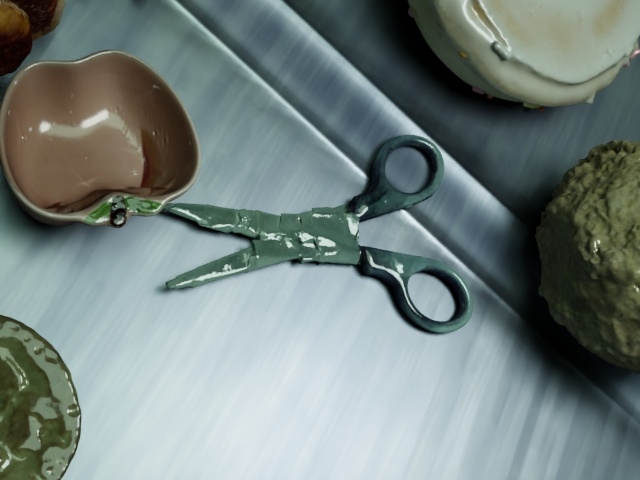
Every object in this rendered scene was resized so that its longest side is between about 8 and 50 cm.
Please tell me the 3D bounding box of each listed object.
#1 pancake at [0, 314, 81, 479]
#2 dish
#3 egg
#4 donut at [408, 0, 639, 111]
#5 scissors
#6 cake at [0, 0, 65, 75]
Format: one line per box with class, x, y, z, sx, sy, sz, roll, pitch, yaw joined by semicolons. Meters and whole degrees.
pancake;-0.351;0.176;0.922;0.236;0.042;0.222;-39;88;-26
dish;-0.241;-0.091;1.032;0.213;0.090;0.213;8;67;-20
egg;0.398;0.022;1.171;0.279;0.279;0.310;8;42;-20
donut;0.268;-0.356;1.276;0.383;0.142;0.382;2;85;-28
scissors;0.000;0.000;1.134;0.384;0.029;0.256;-5;75;-26
cake;-0.369;-0.290;0.984;0.199;0.196;0.293;-30;85;-30
